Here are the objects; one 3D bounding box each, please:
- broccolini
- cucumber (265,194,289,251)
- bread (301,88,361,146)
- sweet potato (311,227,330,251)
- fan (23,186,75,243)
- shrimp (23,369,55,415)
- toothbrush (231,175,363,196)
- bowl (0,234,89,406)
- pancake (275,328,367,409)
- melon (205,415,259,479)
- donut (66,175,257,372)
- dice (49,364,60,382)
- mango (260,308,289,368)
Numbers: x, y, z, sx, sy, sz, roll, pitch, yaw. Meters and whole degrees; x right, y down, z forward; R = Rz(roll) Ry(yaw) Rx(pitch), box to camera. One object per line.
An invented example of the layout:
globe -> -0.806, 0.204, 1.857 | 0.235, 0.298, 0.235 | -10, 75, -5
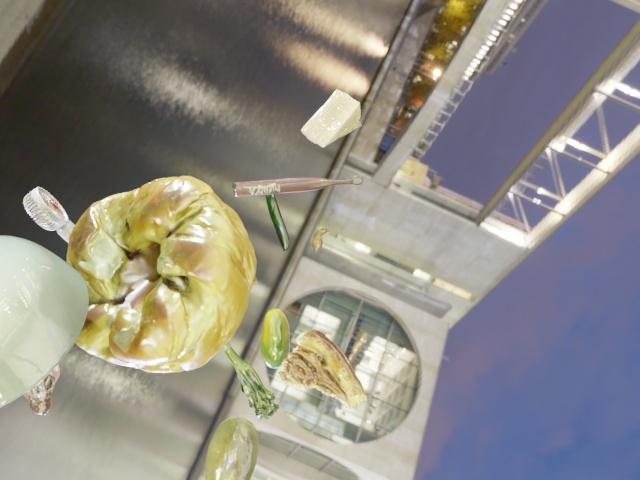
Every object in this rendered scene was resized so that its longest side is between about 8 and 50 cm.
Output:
broccolini -> -0.249, 0.343, 1.480 | 0.078, 0.392, 0.074 | -39, -166, -7
cucumber -> -0.122, -0.057, 1.538 | 0.036, 0.033, 0.184 | -51, 122, -79
bread -> 0.027, -0.273, 1.284 | 0.152, 0.077, 0.105 | -49, 165, -12
sweet potato -> -0.005, -0.004, 1.728 | 0.038, 0.041, 0.153 | -58, -177, 32
fan -> -0.784, -0.055, 1.615 | 0.074, 0.244, 0.130 | -37, -140, -6
shrimp -> -0.654, 0.312, 1.237 | 0.073, 0.074, 0.190 | -58, -139, 44
toothbrush -> -0.055, -0.151, 1.439 | 0.041, 0.363, 0.041 | 173, -90, -73
bowl -> -0.494, 0.088, 0.743 | 0.146, 0.289, 0.289 | 76, 29, -45
pancake -> -0.007, 0.366, 1.494 | 0.244, 0.266, 0.057 | -5, 140, -44
melon -> -0.175, 0.432, 1.056 | 0.099, 0.099, 0.162 | 113, -10, -69
donut -> -0.287, 0.054, 0.932 | 0.170, 0.360, 0.360 | 42, 69, -57
dice -> -0.836, 0.391, 1.577 | 0.093, 0.091, 0.094 | -82, 154, -51
mango -> -0.131, 0.291, 1.609 | 0.122, 0.085, 0.191 | -29, 128, -69
